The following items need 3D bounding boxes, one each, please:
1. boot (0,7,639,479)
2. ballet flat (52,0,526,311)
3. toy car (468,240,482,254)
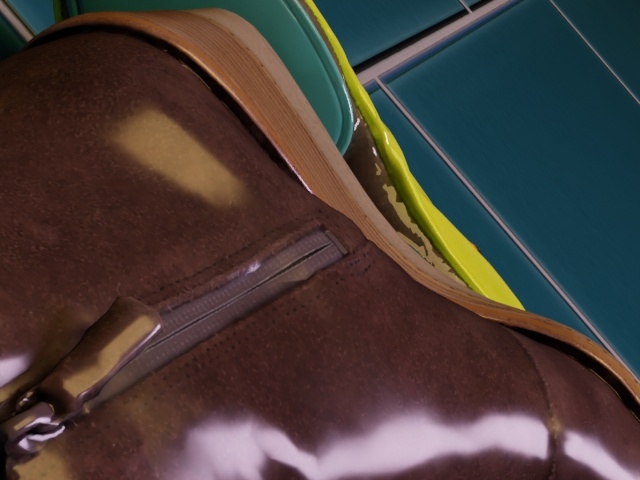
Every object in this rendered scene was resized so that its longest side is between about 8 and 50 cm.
[{"bbox_3d":[-0.007,0.060,0.458,0.248,0.090,0.207,50,29,-3],"label":"boot"},{"bbox_3d":[-0.004,-0.010,0.600,0.231,0.077,0.077,53,2,-5],"label":"ballet flat"},{"bbox_3d":[0.000,0.000,0.666,0.122,0.060,0.040,33,62,2],"label":"toy car"}]
